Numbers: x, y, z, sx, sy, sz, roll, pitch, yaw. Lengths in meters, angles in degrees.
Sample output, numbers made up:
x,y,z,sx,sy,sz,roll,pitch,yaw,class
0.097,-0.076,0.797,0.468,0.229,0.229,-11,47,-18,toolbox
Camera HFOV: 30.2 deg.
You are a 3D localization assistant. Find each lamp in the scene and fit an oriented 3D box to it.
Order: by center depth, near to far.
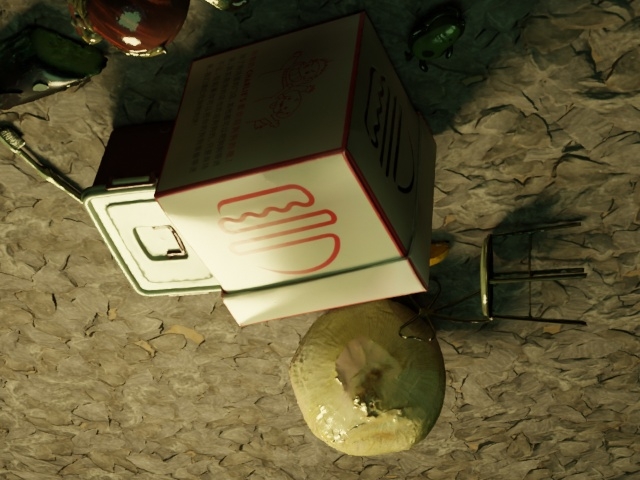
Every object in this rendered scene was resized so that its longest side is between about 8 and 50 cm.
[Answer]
x,y,z,sx,sy,sz,roll,pitch,yaw,class
-0.227,-0.333,1.611,0.215,0.151,0.223,30,134,-32,lamp

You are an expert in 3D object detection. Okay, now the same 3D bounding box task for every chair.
x,y,z,sx,sy,sz,roll,pitch,yaw,class
0.292,0.071,2.039,0.325,0.160,0.170,-2,136,12,chair

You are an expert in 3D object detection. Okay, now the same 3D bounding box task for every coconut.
x,y,z,sx,sy,sz,roll,pitch,yaw,class
0.091,0.251,2.175,0.297,0.297,0.254,-4,160,13,coconut

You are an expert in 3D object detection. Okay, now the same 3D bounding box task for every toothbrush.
x,y,z,sx,sy,sz,roll,pitch,yaw,class
-0.446,-0.100,2.033,0.028,0.026,0.294,-29,131,17,toothbrush

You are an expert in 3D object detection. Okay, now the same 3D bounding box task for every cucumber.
x,y,z,sx,sy,sz,roll,pitch,yaw,class
-0.434,-0.254,1.801,0.193,0.086,0.115,-15,139,35,cucumber

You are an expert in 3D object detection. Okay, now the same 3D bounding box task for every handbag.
x,y,z,sx,sy,sz,roll,pitch,yaw,class
0.166,-0.293,1.684,0.072,0.047,0.111,26,140,-24,handbag

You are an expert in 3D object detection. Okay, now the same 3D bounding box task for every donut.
x,y,z,sx,sy,sz,roll,pitch,yaw,class
0.184,0.019,2.089,0.083,0.067,0.038,-23,136,-14,donut

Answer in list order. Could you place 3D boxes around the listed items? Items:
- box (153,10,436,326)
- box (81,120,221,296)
x,y,z,sx,sy,sz,roll,pitch,yaw,class
-0.024,-0.102,1.742,0.312,0.314,0.300,-13,135,22,box
-0.248,-0.054,1.949,0.193,0.167,0.294,-3,141,15,box
